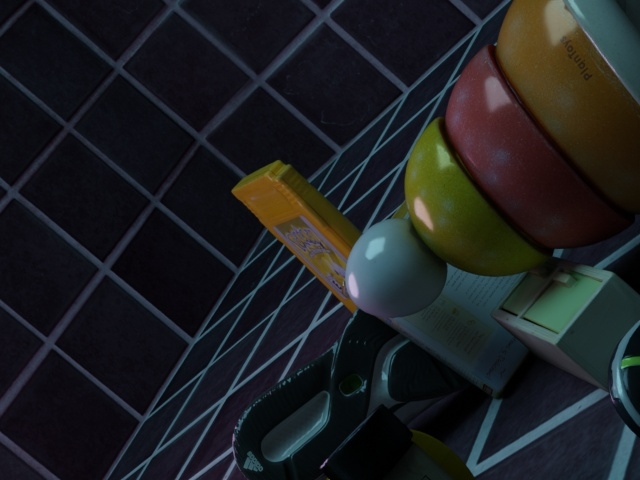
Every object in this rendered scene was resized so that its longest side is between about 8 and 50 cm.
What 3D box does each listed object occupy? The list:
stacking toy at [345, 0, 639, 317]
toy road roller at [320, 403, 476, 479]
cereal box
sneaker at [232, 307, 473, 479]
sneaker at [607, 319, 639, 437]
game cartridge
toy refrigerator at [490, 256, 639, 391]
[{"bbox_3d":[0.213,-0.081,1.856,0.480,0.350,0.350,-37,13,18],"label":"stacking toy"},{"bbox_3d":[0.032,0.345,1.672,0.329,0.202,0.240,-46,-4,-14],"label":"toy road roller"},{"bbox_3d":[0.171,0.061,2.003,0.173,0.240,0.047,-51,-11,-16],"label":"cereal box"},{"bbox_3d":[0.083,0.186,2.128,0.447,0.169,0.257,-33,-14,-7],"label":"sneaker"},{"bbox_3d":[0.354,0.086,1.529,0.097,0.084,0.234,-34,18,54],"label":"sneaker"},{"bbox_3d":[0.000,0.000,2.767,0.052,0.324,0.285,-49,9,-14],"label":"game cartridge"},{"bbox_3d":[0.284,0.086,1.821,0.102,0.094,0.269,-50,9,-2],"label":"toy refrigerator"}]
